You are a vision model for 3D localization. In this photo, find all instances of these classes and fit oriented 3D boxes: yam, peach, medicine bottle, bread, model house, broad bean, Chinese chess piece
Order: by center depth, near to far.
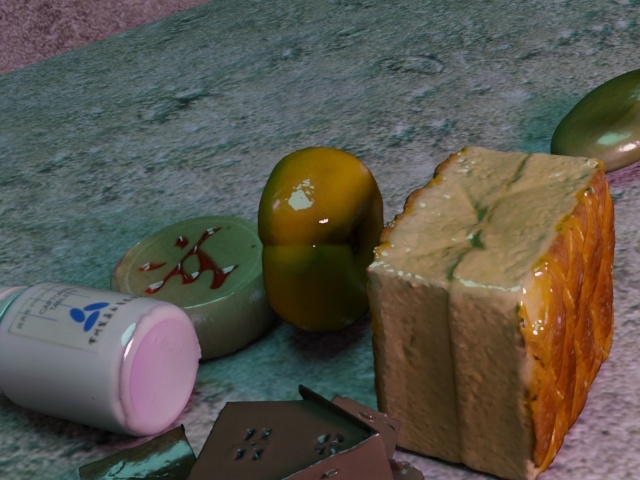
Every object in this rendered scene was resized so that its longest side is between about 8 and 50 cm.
[{"bbox_3d":[0.034,0.239,0.929,0.243,0.211,0.204,-5,32,19],"label":"model house"},{"bbox_3d":[-0.194,0.264,1.098,0.127,0.084,0.084,-22,32,-12],"label":"yam"},{"bbox_3d":[0.199,0.073,1.105,0.207,0.279,0.279,12,36,30],"label":"bread"},{"bbox_3d":[-0.313,0.141,1.249,0.292,0.170,0.170,6,34,28],"label":"medicine bottle"},{"bbox_3d":[0.000,0.000,1.299,0.153,0.251,0.251,-2,31,27],"label":"peach"},{"bbox_3d":[-0.171,0.066,1.397,0.249,0.103,0.250,-8,33,5],"label":"Chinese chess piece"},{"bbox_3d":[0.486,-0.194,1.610,0.263,0.121,0.189,-30,32,-27],"label":"broad bean"}]
